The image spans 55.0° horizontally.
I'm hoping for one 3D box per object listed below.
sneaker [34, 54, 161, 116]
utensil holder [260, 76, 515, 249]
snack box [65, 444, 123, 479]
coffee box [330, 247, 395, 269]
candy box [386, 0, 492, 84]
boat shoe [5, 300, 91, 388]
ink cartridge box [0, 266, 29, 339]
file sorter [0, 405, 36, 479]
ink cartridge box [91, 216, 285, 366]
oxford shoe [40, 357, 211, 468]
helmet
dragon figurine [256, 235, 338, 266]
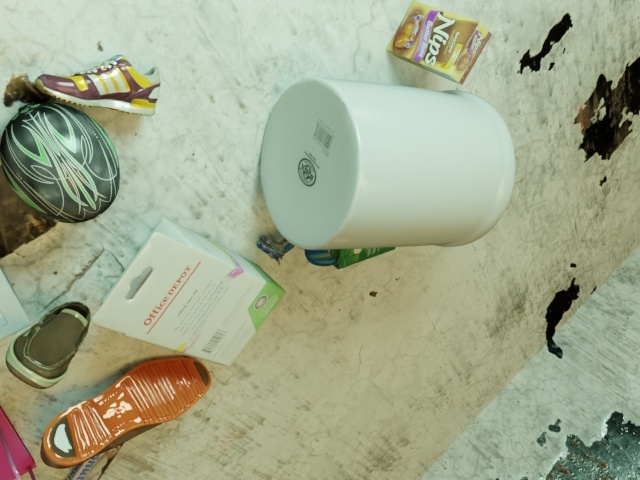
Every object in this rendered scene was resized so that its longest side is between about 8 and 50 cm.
[{"bbox_3d":[-0.328,-0.241,0.919,0.185,0.069,0.083,0,110,-48],"label":"sneaker"},{"bbox_3d":[0.123,-0.139,1.189,0.385,0.327,0.327,-4,121,-36],"label":"utensil holder"},{"bbox_3d":[-0.501,0.498,1.325,0.064,0.022,0.178,30,98,-47],"label":"snack box"},{"bbox_3d":[0.107,-0.008,1.474,0.184,0.040,0.113,-19,128,-30],"label":"coffee box"},{"bbox_3d":[0.226,-0.387,1.196,0.053,0.187,0.109,18,106,-47],"label":"candy box"},{"bbox_3d":[-0.429,0.152,0.996,0.095,0.257,0.095,37,89,-16],"label":"boat shoe"},{"bbox_3d":[-0.629,0.042,0.838,0.308,0.091,0.385,-28,135,-23],"label":"ink cartridge box"},{"bbox_3d":[-0.648,0.464,1.054,0.291,0.182,0.202,-26,133,-25],"label":"file sorter"},{"bbox_3d":[-0.259,0.096,1.173,0.207,0.119,0.353,-53,139,4],"label":"ink cartridge box"},{"bbox_3d":[-0.396,0.346,1.264,0.364,0.130,0.133,-18,162,-40],"label":"oxford shoe"},{"bbox_3d":[-0.374,-0.112,0.892,0.169,0.161,0.169,-22,131,-28],"label":"helmet"},{"bbox_3d":[0.000,0.000,1.338,0.289,0.085,0.144,12,110,-34],"label":"dragon figurine"}]
